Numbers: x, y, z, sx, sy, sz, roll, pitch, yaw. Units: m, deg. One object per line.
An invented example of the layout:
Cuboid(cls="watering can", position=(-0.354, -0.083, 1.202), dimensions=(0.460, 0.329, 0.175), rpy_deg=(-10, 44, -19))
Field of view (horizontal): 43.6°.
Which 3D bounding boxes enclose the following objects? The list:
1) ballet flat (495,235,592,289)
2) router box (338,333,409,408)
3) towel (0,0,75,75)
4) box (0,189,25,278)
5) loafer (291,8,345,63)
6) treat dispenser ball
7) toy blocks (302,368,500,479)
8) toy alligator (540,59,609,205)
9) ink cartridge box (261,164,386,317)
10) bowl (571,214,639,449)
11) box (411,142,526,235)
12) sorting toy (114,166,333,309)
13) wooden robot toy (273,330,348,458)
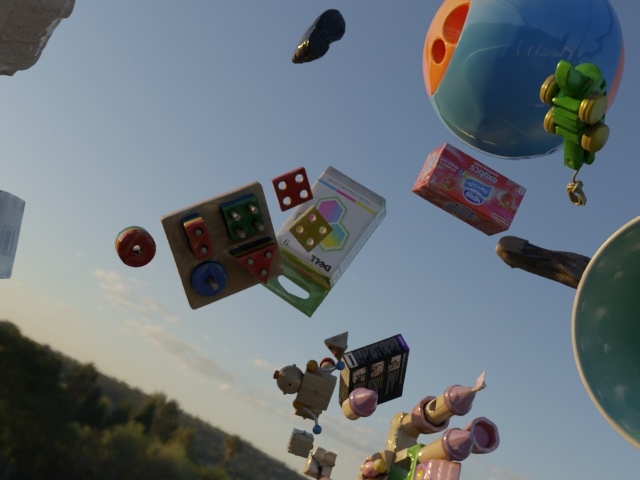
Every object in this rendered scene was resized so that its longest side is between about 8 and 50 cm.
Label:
Cuboid(cls="ballet flat", position=(0.483, 0.058, 1.660), dimensions=(0.250, 0.084, 0.058), rpy_deg=(19, -49, 18))
Cuboid(cls="router box", position=(0.106, 0.276, 1.620), dimensions=(0.179, 0.133, 0.046), rpy_deg=(92, -24, -48))
Cuboid(cls="towel", position=(-0.288, -0.248, 0.685), dimensions=(0.049, 0.187, 0.282), rpy_deg=(53, -53, 17))
Cuboid(cls="box", position=(-0.586, -0.031, 1.092), dimensions=(0.311, 0.121, 0.148), rpy_deg=(9, -4, -5))
Cuboid(cls="loafer", position=(-0.005, -0.390, 1.523), dimensions=(0.061, 0.170, 0.062), rpy_deg=(-19, -67, 39))
Cuboid(cls="treat dispenser ball", position=(0.294, -0.262, 1.174), dimensions=(0.288, 0.288, 0.288), rpy_deg=(25, -17, 8))
Cuboid(cls="toy blocks", position=(0.166, 0.372, 1.334), dimensions=(0.309, 0.288, 0.260), rpy_deg=(27, -37, -12))
Cuboid(cls="toy alligator", position=(0.254, -0.110, 0.769), dimensions=(0.056, 0.051, 0.190), rpy_deg=(38, -17, 40))
Cuboid(cls="ink cartridge box", position=(0.000, 0.000, 1.230), dimensions=(0.109, 0.209, 0.062), rpy_deg=(33, -14, 17))
Cuboid(cls="bowl", position=(0.481, 0.108, 0.950), dimensions=(0.311, 0.311, 0.163), rpy_deg=(11, 8, 43))
Cuboid(cls="box", position=(0.389, -0.131, 2.101), dimensions=(0.257, 0.128, 0.122), rpy_deg=(29, -13, -9))
Cuboid(cls="sorting toy", position=(-0.106, 0.009, 0.999), dimensions=(0.046, 0.274, 0.132), rpy_deg=(38, -35, 59))
Cuboid(cls="wooden robot toy", position=(-0.024, 0.184, 1.013), dimensions=(0.079, 0.173, 0.076), rpy_deg=(18, 15, -5))
